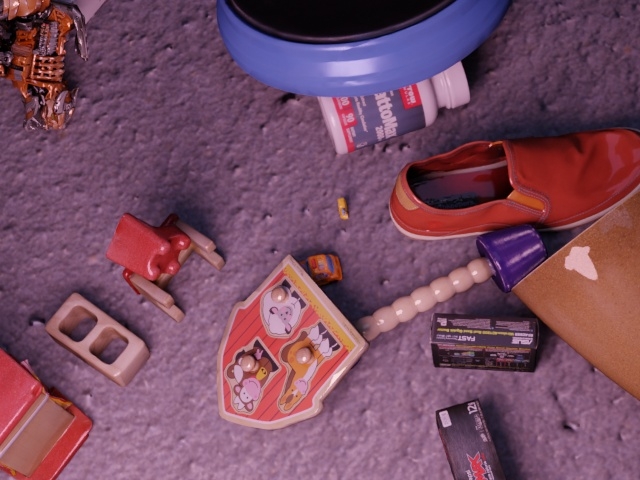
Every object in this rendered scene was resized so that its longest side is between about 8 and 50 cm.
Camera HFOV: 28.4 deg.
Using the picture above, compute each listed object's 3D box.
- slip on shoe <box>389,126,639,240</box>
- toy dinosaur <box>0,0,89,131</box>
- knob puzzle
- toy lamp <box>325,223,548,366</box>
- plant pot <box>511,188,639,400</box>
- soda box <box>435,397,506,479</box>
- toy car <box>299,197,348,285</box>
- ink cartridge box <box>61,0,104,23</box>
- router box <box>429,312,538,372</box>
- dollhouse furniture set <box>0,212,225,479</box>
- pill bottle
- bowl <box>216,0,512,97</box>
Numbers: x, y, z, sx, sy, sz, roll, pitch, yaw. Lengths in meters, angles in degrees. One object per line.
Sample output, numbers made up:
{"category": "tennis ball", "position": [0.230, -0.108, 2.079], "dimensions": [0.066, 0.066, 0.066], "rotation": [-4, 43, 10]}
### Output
{"category": "slip on shoe", "position": [0.246, -0.075, 1.532], "dimensions": [0.331, 0.101, 0.123], "rotation": [-10, 64, 2]}
{"category": "toy dinosaur", "position": [-0.412, -0.304, 1.665], "dimensions": [0.219, 0.164, 0.321], "rotation": [-6, 82, 16]}
{"category": "knob puzzle", "position": [-0.058, 0.135, 1.480], "dimensions": [0.213, 0.030, 0.213], "rotation": [-13, 65, 31]}
{"category": "toy lamp", "position": [0.139, 0.063, 1.501], "dimensions": [0.275, 0.080, 0.080], "rotation": [-27, 66, -1]}
{"category": "plant pot", "position": [0.380, 0.083, 1.395], "dimensions": [0.237, 0.237, 0.254], "rotation": [-35, 81, -8]}
{"category": "soda box", "position": [0.178, 0.267, 1.415], "dimensions": [0.053, 0.060, 0.168], "rotation": [-16, 65, -1]}
{"category": "toy car", "position": [0.000, 0.000, 1.564], "dimensions": [0.060, 0.040, 0.122], "rotation": [3, 68, 9]}
{"category": "ink cartridge box", "position": [-0.341, -0.375, 1.760], "dimensions": [0.104, 0.060, 0.180], "rotation": [31, 74, 18]}
{"category": "router box", "position": [0.188, 0.118, 1.460], "dimensions": [0.123, 0.092, 0.038], "rotation": [2, 67, 8]}
{"category": "dollhouse furniture set", "position": [-0.298, 0.094, 1.477], "dimensions": [0.152, 0.201, 0.374], "rotation": [33, 75, 19]}
{"category": "pill bottle", "position": [0.090, -0.185, 1.594], "dimensions": [0.180, 0.108, 0.108], "rotation": [-19, 66, -1]}
{"category": "bowl", "position": [0.051, -0.342, 1.620], "dimensions": [0.391, 0.077, 0.391], "rotation": [-8, 48, 9]}
